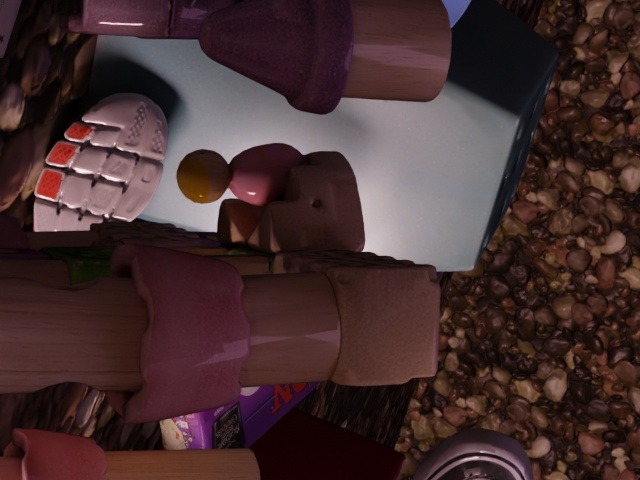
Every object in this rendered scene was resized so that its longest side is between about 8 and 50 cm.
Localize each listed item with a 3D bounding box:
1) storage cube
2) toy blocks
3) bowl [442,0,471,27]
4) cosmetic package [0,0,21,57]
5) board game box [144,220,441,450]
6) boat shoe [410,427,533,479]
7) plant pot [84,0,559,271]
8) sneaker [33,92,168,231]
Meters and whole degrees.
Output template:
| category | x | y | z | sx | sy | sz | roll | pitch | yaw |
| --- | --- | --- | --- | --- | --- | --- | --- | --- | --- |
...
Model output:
| category | x | y | z | sx | sy | sz | roll | pitch | yaw |
| --- | --- | --- | --- | --- | --- | --- | --- | --- | --- |
| storage cube | -0.054 | 0.257 | 1.517 | 0.184 | 0.193 | 0.215 | 96 | 19 | -55 |
| toy blocks | -0.117 | 0.010 | 0.745 | 0.288 | 0.260 | 0.309 | -167 | -101 | -71 |
| bowl | 0.042 | -0.297 | 0.883 | 0.391 | 0.077 | 0.391 | -175 | -90 | -82 |
| cosmetic package | -0.124 | -0.188 | 0.660 | 0.099 | 0.060 | 0.239 | -16 | 126 | -76 |
| board game box | 0.000 | 0.000 | 1.337 | 0.347 | 0.056 | 0.208 | -40 | 142 | -39 |
| boat shoe | 0.100 | 0.302 | 1.549 | 0.105 | 0.113 | 0.306 | -80 | -167 | -59 |
| plant pot | 0.006 | -0.085 | 1.046 | 0.166 | 0.234 | 0.165 | -52 | 159 | -57 |
| sneaker | -0.133 | -0.012 | 1.005 | 0.158 | 0.061 | 0.065 | -63 | -174 | 6 |
